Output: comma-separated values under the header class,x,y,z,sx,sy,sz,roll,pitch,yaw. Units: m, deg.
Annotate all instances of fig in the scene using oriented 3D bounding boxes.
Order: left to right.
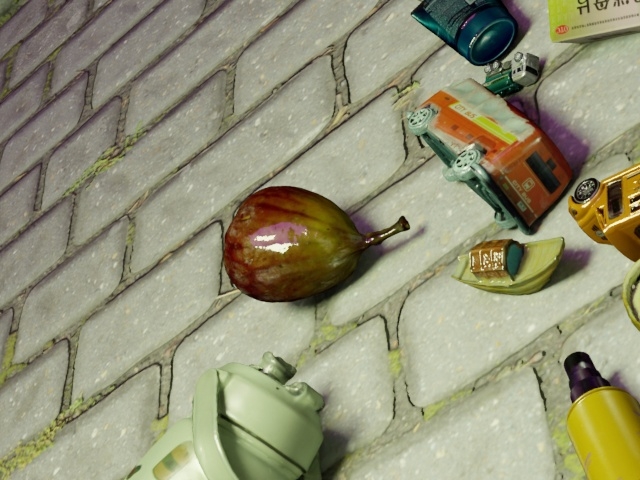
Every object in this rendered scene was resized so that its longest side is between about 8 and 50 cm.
class,x,y,z,sx,sy,sz,roll,pitch,yaw
fig,0.001,0.001,1.940,0.274,0.145,0.170,-5,44,33

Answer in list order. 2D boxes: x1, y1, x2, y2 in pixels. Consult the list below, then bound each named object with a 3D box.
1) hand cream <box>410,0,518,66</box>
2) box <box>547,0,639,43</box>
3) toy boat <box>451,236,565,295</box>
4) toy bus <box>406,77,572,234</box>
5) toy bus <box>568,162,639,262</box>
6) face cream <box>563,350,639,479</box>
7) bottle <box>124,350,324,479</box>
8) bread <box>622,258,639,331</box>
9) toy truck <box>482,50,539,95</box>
class,x,y,z,sx,sy,sz,roll,pitch,yaw
hand cream,0.208,-0.335,2.077,0.120,0.061,0.270,-46,29,11
box,0.390,-0.348,1.751,0.260,0.062,0.175,-3,90,53
toy boat,0.224,0.026,1.670,0.172,0.066,0.065,-9,48,49
toy bus,0.210,-0.118,1.799,0.120,0.121,0.265,-42,30,2
toy bus,0.363,-0.040,1.528,0.194,0.083,0.088,-28,39,35
face cream,0.289,0.204,1.378,0.078,0.078,0.273,-42,31,18
bottle,-0.116,0.301,1.720,0.351,0.229,0.229,-56,30,-12
bread,0.382,0.045,1.432,0.156,0.064,0.117,-33,40,29
toy truck,0.256,-0.221,1.913,0.083,0.039,0.044,-19,60,46
